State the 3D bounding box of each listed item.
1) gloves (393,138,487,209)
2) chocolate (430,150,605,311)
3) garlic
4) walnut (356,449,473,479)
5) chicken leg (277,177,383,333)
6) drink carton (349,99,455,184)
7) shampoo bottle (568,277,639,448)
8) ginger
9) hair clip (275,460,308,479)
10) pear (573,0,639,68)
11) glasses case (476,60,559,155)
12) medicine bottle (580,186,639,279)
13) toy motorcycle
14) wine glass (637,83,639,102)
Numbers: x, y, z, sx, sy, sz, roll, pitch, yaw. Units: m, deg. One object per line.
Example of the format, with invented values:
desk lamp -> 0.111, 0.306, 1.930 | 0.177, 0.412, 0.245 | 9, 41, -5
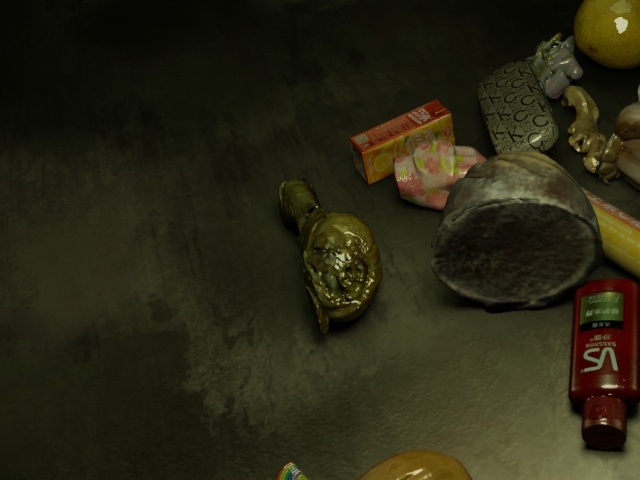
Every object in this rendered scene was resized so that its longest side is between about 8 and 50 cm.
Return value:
gloves -> 0.280, -0.140, 2.003 | 0.241, 0.126, 0.145 | -10, 40, 14
chocolate -> 0.345, -0.044, 1.739 | 0.303, 0.303, 0.213 | -2, 48, 12
garlic -> 0.629, -0.146, 1.885 | 0.207, 0.207, 0.256 | 9, 47, 23
walnut -> 0.132, 0.414, 1.419 | 0.222, 0.195, 0.195 | -30, 45, -7
chicken leg -> 0.000, 0.000, 1.915 | 0.153, 0.201, 0.429 | 3, 31, -25
drink carton -> 0.181, -0.217, 2.119 | 0.223, 0.096, 0.071 | -24, 44, -10
shampoo bottle -> 0.479, 0.199, 1.624 | 0.118, 0.076, 0.314 | -4, 44, 22
ginger -> 0.564, -0.241, 2.071 | 0.089, 0.075, 0.288 | -12, 47, 4
hair clip -> -0.021, 0.428, 1.550 | 0.060, 0.033, 0.188 | -31, 45, -17
pear -> 0.677, -0.489, 2.195 | 0.209, 0.208, 0.208 | -7, 44, 7
glasses case -> 0.420, -0.279, 2.074 | 0.137, 0.085, 0.354 | -27, 32, 17
medicine bottle -> 0.578, 0.015, 1.771 | 0.108, 0.108, 0.426 | -33, 46, -19
toy motorcycle -> 0.535, -0.391, 2.213 | 0.152, 0.073, 0.225 | -3, 47, 41
wine glass -> 0.777, -0.306, 2.019 | 0.197, 0.165, 0.165 | 26, 56, 28
